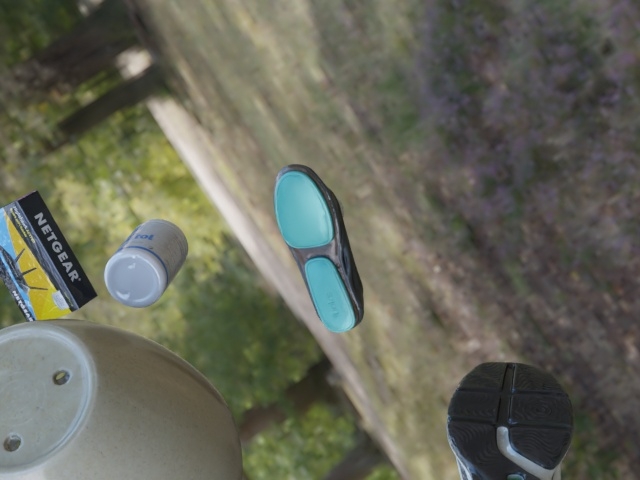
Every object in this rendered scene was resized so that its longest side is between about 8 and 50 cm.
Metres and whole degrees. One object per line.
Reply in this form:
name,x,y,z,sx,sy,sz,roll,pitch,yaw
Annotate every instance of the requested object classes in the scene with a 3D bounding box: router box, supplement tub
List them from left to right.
router box,-0.414,0.028,2.132,0.133,0.046,0.178,-22,101,45
supplement tub,-0.194,0.025,1.650,0.071,0.071,0.107,58,-161,-14

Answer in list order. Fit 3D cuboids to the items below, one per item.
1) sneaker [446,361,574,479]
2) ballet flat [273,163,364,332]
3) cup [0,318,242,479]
sneaker,0.239,0.371,1.924,0.447,0.169,0.257,-84,-3,-56
ballet flat,0.000,0.000,2.127,0.096,0.095,0.280,-62,-38,-55
cup,-0.272,0.211,1.551,0.331,0.331,0.237,53,173,33
